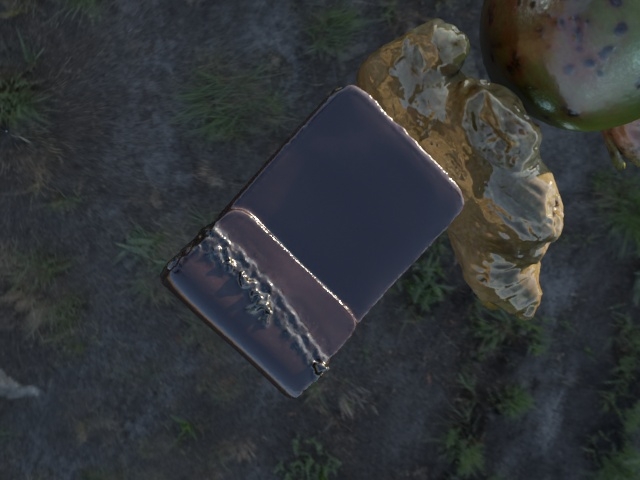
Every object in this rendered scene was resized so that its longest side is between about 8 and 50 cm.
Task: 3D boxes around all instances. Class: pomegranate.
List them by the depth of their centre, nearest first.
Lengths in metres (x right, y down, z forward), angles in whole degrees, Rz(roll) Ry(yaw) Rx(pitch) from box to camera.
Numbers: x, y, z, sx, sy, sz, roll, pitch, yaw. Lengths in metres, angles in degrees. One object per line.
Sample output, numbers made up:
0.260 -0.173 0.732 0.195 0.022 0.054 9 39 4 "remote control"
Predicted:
0.199 -0.134 0.565 0.159 0.159 0.205 -44 118 -10 "pomegranate"

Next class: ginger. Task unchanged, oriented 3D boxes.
0.106 -0.043 0.556 0.074 0.137 0.213 -28 85 -25 "ginger"

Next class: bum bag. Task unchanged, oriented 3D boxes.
0.000 0.000 0.456 0.109 0.026 0.159 42 88 -13 "bum bag"
